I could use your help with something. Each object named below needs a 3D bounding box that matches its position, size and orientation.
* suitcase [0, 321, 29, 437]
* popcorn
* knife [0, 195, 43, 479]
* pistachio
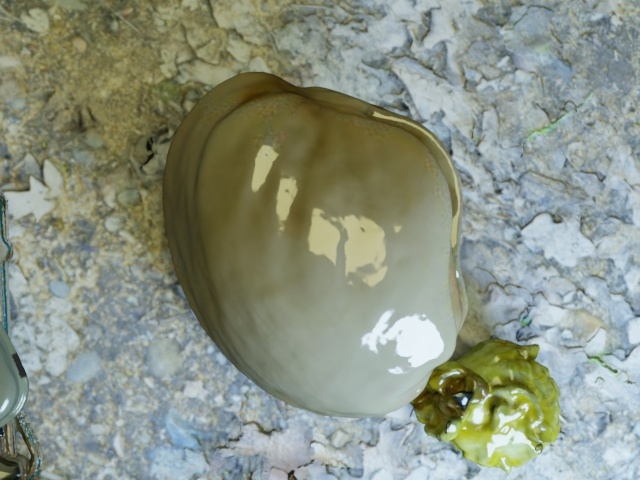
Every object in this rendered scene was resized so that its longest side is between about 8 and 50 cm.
[{"bbox_3d":[-0.535,0.125,1.316,0.351,0.194,0.339,-28,88,-10],"label":"suitcase"},{"bbox_3d":[0.210,0.219,1.568,0.195,0.173,0.168,-10,109,-26],"label":"popcorn"},{"bbox_3d":[-0.393,0.121,1.450,0.089,0.043,0.365,-5,84,-17],"label":"knife"},{"bbox_3d":[0.000,0.000,1.454,0.365,0.281,0.445,-29,98,16],"label":"pistachio"}]
